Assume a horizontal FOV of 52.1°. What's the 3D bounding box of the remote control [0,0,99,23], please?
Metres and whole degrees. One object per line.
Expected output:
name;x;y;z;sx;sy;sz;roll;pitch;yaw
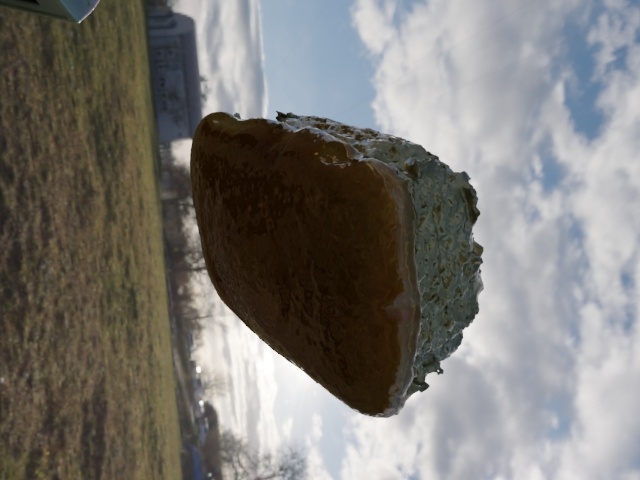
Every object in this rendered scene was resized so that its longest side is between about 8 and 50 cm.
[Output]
remote control;-0.375;-0.303;0.646;0.344;0.050;0.145;20;-22;29

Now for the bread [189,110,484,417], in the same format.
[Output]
bread;0.000;0.000;0.441;0.246;0.121;0.173;32;-41;52
